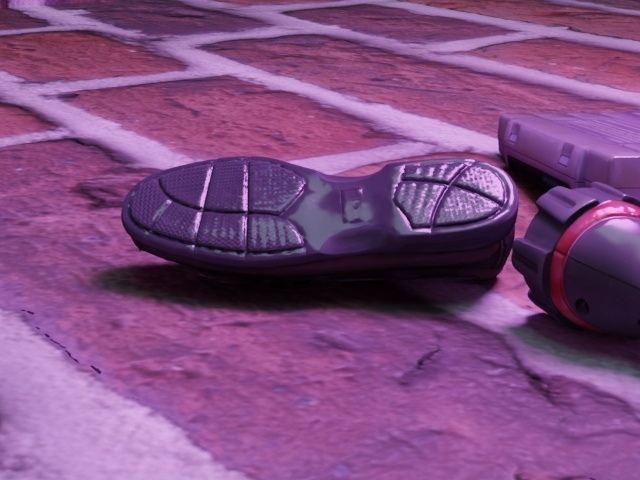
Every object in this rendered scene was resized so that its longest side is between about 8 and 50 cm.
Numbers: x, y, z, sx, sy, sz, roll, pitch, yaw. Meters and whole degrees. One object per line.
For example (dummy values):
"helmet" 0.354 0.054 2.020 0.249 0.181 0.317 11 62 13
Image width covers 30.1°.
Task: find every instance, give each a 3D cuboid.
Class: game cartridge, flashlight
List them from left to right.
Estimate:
"game cartridge" 0.317 -0.080 1.142 0.230 0.068 0.355 -5 12 -5
"flashlight" 0.238 0.050 0.732 0.103 0.103 0.304 -31 28 -10

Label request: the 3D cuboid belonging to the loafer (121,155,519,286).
"loafer" 0.000 0.000 0.919 0.302 0.095 0.109 -1 48 8
